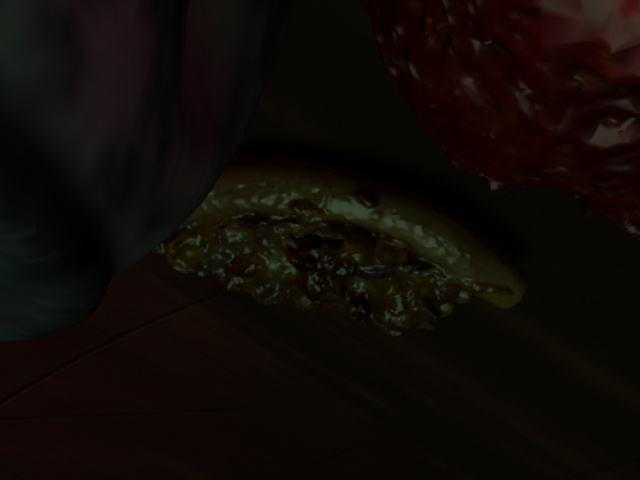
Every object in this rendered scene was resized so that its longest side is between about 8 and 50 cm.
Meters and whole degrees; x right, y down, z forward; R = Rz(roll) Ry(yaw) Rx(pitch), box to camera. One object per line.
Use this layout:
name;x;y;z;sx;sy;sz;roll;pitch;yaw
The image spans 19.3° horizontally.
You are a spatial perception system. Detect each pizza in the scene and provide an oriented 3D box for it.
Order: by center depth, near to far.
pizza;-0.001;0.003;1.106;0.246;0.058;0.127;19;147;-3

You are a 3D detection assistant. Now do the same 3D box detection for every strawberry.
strawberry;0.117;-0.130;0.733;0.277;0.257;0.257;15;154;42

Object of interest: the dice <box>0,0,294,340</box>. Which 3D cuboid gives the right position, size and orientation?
dice;-0.184;-0.174;0.607;0.330;0.348;0.328;8;160;13
